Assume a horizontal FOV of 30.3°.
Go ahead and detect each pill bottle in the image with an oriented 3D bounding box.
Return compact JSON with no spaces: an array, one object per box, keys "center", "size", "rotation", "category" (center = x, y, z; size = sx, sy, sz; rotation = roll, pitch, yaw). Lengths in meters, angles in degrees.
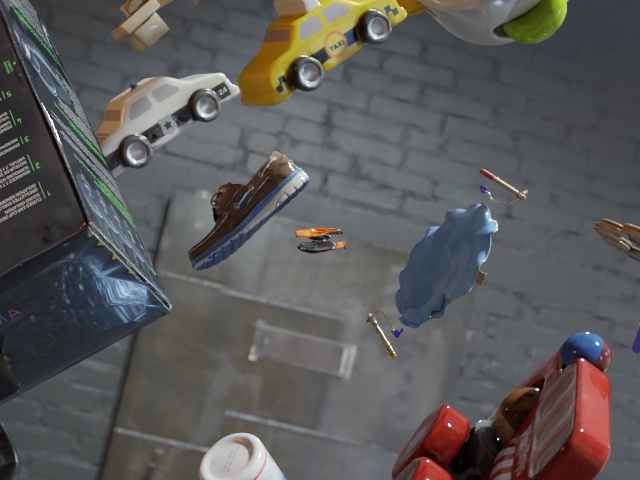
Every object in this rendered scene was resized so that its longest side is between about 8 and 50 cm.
[{"center":[-0.078,0.319,1.458],"size":[0.087,0.087,0.160],"rotation":[6,-42,41],"category":"pill bottle"}]

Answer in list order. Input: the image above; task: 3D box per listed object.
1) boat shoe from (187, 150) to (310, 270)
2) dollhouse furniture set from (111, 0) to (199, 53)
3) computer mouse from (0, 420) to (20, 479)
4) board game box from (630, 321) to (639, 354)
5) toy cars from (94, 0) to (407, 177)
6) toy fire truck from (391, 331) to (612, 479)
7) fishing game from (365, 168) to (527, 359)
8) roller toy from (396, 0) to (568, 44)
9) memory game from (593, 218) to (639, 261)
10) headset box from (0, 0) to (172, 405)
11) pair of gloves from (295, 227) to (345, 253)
[{"center":[-0.099,-0.037,1.437],"size":[0.066,0.183,0.066],"rotation":[47,-21,5],"category":"boat shoe"},{"center":[-0.177,-0.368,1.334],"size":[0.174,0.355,0.303],"rotation":[49,-20,-16],"category":"dollhouse furniture set"},{"center":[-0.398,0.155,1.305],"size":[0.262,0.184,0.060],"rotation":[51,-22,-1],"category":"computer mouse"},{"center":[0.599,0.088,1.743],"size":[0.213,0.317,0.046],"rotation":[33,42,31],"category":"board game box"},{"center":[-0.101,-0.182,1.266],"size":[0.393,0.087,0.176],"rotation":[-22,21,20],"category":"toy cars"},{"center":[0.192,0.212,1.125],"size":[0.169,0.254,0.302],"rotation":[38,23,1],"category":"toy fire truck"},{"center":[0.163,0.034,1.495],"size":[0.041,0.264,0.189],"rotation":[35,5,-21],"category":"fishing game"},{"center":[0.182,-0.329,1.320],"size":[0.209,0.191,0.146],"rotation":[14,-6,31],"category":"roller toy"},{"center":[0.400,0.021,1.359],"size":[0.186,0.012,0.186],"rotation":[26,-3,1],"category":"memory game"},{"center":[-0.260,-0.017,0.746],"size":[0.246,0.283,0.131],"rotation":[-30,-29,1],"category":"headset box"},{"center":[0.000,0.000,1.807],"size":[0.074,0.010,0.083],"rotation":[-4,24,-3],"category":"pair of gloves"}]
